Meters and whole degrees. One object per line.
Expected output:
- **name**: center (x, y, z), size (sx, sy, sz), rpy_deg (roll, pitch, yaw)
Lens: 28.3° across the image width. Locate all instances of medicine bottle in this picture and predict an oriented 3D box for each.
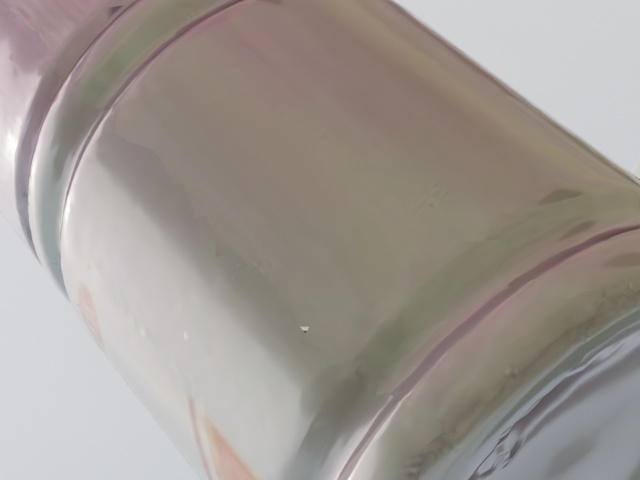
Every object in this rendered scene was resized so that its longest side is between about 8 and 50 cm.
- **medicine bottle**: center (0.000, 0.000, 0.534), size (0.202, 0.202, 0.316), rpy_deg (-6, -141, -40)

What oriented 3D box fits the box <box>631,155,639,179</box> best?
- **box**: center (0.300, 0.013, 0.996), size (0.116, 0.203, 0.274), rpy_deg (34, -107, -6)
